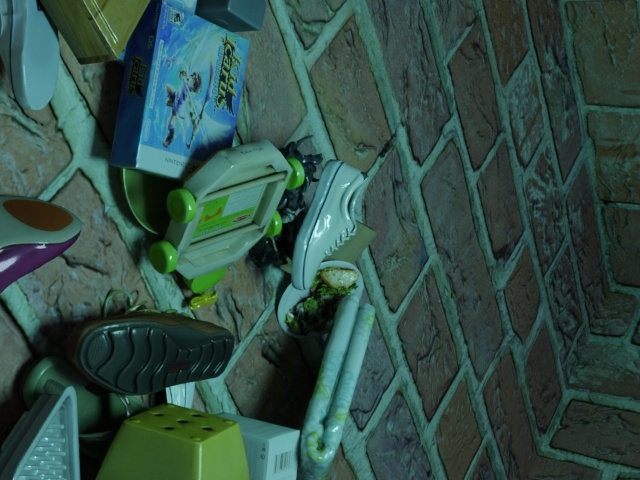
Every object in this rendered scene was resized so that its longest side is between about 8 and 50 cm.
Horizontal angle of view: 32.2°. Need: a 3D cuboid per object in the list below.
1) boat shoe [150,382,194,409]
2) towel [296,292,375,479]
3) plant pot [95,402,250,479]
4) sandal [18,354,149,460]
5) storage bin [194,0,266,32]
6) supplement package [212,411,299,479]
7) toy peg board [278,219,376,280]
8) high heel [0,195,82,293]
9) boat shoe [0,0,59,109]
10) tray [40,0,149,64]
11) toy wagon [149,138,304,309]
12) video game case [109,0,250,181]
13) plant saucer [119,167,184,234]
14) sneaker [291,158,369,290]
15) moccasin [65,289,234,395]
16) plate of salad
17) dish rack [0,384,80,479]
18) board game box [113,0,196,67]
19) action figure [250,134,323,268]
[{"bbox_3d":[-0.274,0.333,1.945,0.076,0.083,0.226,11,76,-47],"label":"boat shoe"},{"bbox_3d":[0.011,0.331,2.235,0.320,0.090,0.374,102,5,-57],"label":"towel"},{"bbox_3d":[-0.235,0.379,1.786,0.212,0.212,0.187,-14,113,-67],"label":"plant pot"},{"bbox_3d":[-0.359,0.278,1.768,0.303,0.086,0.120,44,60,-53],"label":"sandal"},{"bbox_3d":[-0.163,-0.402,1.929,0.135,0.091,0.098,20,80,-57],"label":"storage bin"},{"bbox_3d":[-0.143,0.392,2.057,0.105,0.179,0.105,-3,100,-57],"label":"supplement package"},{"bbox_3d":[0.000,0.000,2.271,0.161,0.079,0.161,27,105,-43],"label":"toy peg board"},{"bbox_3d":[-0.483,0.049,1.541,0.377,0.127,0.181,-19,142,-60],"label":"high heel"},{"bbox_3d":[-0.422,-0.309,1.535,0.095,0.084,0.258,-12,102,-69],"label":"boat shoe"},{"bbox_3d":[-0.296,-0.470,1.629,0.202,0.076,0.411,64,32,-42],"label":"tray"},{"bbox_3d":[-0.175,-0.020,1.913,0.267,0.068,0.344,-20,147,-43],"label":"toy wagon"},{"bbox_3d":[-0.224,-0.232,1.823,0.244,0.061,0.269,12,87,-60],"label":"video game case"},{"bbox_3d":[-0.264,-0.130,1.877,0.241,0.037,0.240,-21,115,-55],"label":"plant saucer"},{"bbox_3d":[0.017,-0.022,2.083,0.094,0.091,0.258,0,109,-74],"label":"sneaker"},{"bbox_3d":[-0.290,0.165,1.825,0.380,0.147,0.139,-4,114,-62],"label":"moccasin"},{"bbox_3d":[0.006,0.129,2.285,0.200,0.048,0.199,-18,132,-21],"label":"plate of salad"},{"bbox_3d":[-0.422,0.402,1.607,0.285,0.072,0.332,-72,167,-66],"label":"dish rack"},{"bbox_3d":[-0.288,-0.353,1.787,0.211,0.039,0.160,19,80,-59],"label":"board game box"},{"bbox_3d":[-0.084,-0.085,2.090,0.164,0.141,0.275,-33,140,-49],"label":"action figure"}]
